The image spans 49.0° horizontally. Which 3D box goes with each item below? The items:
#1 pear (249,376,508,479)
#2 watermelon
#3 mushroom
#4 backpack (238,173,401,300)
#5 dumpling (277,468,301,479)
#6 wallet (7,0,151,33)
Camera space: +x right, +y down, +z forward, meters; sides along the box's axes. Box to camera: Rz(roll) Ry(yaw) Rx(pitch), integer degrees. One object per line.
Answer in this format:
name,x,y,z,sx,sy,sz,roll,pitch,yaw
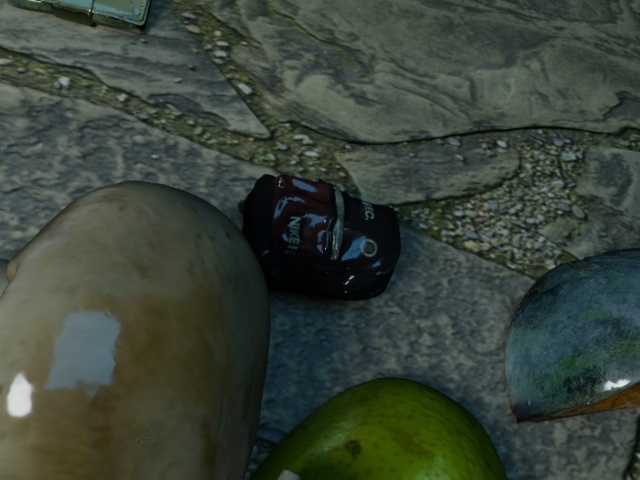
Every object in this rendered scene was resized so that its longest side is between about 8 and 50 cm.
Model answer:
pear,0.099,0.232,0.626,0.288,0.139,0.239,34,51,-2
watermelon,0.359,0.077,0.752,0.321,0.175,0.188,-8,69,-22
mushroom,-0.189,0.096,0.523,0.289,0.293,0.293,7,61,12
backpack,0.001,-0.003,0.711,0.165,0.106,0.120,3,60,-13
dumpling,-0.032,0.237,0.484,0.111,0.181,0.155,36,50,-46
wallet,-0.270,-0.298,0.800,0.154,0.039,0.110,9,62,-13
